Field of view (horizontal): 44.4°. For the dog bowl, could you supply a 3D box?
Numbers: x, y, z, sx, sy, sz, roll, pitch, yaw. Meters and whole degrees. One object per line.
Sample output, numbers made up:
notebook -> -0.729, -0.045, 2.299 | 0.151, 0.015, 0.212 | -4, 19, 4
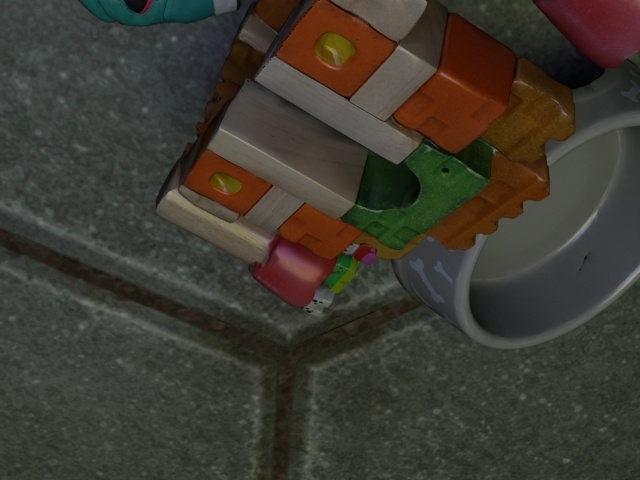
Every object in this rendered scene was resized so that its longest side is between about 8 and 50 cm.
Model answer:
dog bowl -> 0.249, -0.026, 0.841 | 0.348, 0.102, 0.349 | -18, 134, -19

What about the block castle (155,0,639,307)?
block castle -> 0.072, -0.154, 0.597 | 0.212, 0.303, 0.453 | 29, 143, -16

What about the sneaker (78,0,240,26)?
sneaker -> -0.192, -0.310, 0.658 | 0.178, 0.124, 0.296 | -21, 125, -6

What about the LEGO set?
LEGO set -> 0.000, 0.000, 0.888 | 0.093, 0.087, 0.227 | 23, 150, -8
